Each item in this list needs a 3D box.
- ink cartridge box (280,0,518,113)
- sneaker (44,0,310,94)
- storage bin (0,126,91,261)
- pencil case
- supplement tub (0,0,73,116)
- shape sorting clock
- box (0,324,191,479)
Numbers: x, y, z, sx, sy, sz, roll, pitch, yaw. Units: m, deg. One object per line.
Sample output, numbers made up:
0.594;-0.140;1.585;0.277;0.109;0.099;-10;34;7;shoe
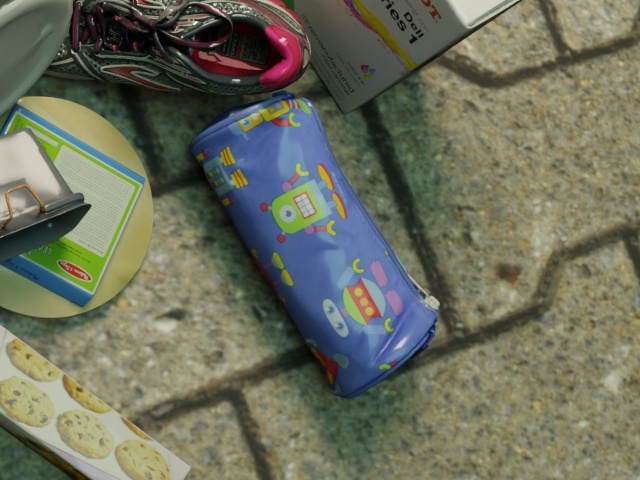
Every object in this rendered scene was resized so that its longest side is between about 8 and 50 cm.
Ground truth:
0.064;-0.265;1.281;0.117;0.278;0.201;-34;93;-25;ink cartridge box
-0.156;-0.197;1.231;0.299;0.112;0.121;4;105;-4;sneaker
-0.279;-0.037;1.143;0.135;0.098;0.091;-26;83;-34;storage bin
0.000;0.000;1.287;0.133;0.119;0.306;-31;93;5;pencil case
-0.388;-0.246;1.109;0.338;0.207;0.207;43;66;5;supplement tub
-0.252;-0.031;1.233;0.206;0.040;0.206;8;75;-30;shape sorting clock
-0.263;0.135;1.184;0.324;0.063;0.067;40;67;-11;box
